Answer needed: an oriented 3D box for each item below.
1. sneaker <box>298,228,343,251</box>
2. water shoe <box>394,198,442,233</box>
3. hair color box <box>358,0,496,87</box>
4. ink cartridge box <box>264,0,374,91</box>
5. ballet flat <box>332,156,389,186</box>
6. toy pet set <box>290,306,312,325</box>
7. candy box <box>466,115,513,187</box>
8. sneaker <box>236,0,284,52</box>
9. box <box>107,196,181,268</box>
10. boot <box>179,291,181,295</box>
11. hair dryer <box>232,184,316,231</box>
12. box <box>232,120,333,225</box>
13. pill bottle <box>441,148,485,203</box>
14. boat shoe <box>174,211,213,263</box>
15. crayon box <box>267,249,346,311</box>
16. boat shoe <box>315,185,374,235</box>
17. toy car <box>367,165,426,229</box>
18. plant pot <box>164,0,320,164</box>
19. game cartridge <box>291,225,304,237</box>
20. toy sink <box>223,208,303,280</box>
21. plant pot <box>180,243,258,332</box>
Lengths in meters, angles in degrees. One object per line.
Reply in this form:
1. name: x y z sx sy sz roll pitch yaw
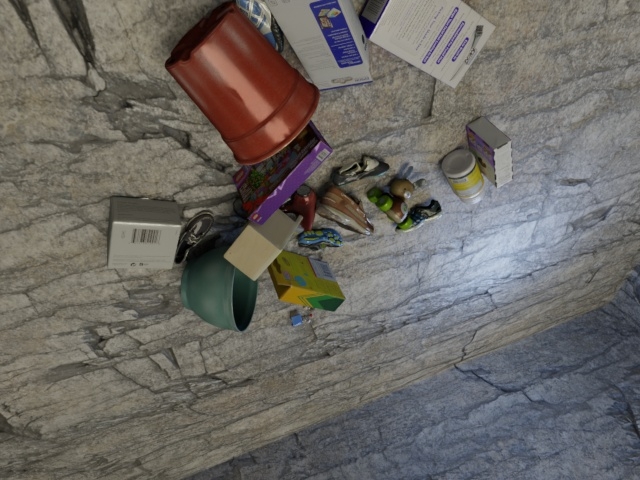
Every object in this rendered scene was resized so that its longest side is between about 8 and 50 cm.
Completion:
1. sneaker: 0.000 0.000 1.548 0.188 0.067 0.078 0 152 -30
2. water shoe: 0.379 -0.098 1.646 0.203 0.073 0.080 -25 111 -2
3. hair color box: 0.277 -0.560 1.094 0.338 0.110 0.185 12 124 -33
4. ink cartridge box: 0.006 -0.491 0.972 0.165 0.065 0.333 -1 158 23
5. ballet flat: 0.134 -0.235 1.371 0.203 0.074 0.074 -18 137 -7
6. toy pet set: -0.074 0.331 1.824 0.114 0.065 0.122 -12 135 -16
7. candy box: 0.595 -0.308 1.460 0.070 0.165 0.196 -29 139 5
8. sneaker: -0.146 -0.524 0.949 0.081 0.080 0.211 -15 138 15
9. box: -0.517 -0.018 1.212 0.181 0.119 0.182 3 131 -29
10. boot: -0.447 0.185 1.513 0.087 0.042 0.118 -35 137 18
11. hair dryer: -0.119 -0.114 1.378 0.223 0.080 0.293 -30 137 30
12. box: -0.117 -0.210 1.167 0.293 0.201 0.057 -44 135 17
13. pill bottle: 0.536 -0.230 1.542 0.119 0.119 0.208 -37 138 10
14. boat shoe: -0.405 -0.004 1.324 0.206 0.065 0.075 -43 135 17
15. crayon box: -0.075 0.141 1.537 0.318 0.202 0.081 20 120 -38
16. boat shoe: 0.110 -0.098 1.455 0.324 0.123 0.116 24 85 -57
17. toy car: 0.291 -0.164 1.479 0.155 0.149 0.188 37 98 -34
18. plant pot: -0.186 -0.364 0.956 0.272 0.272 0.265 -37 129 10
19. game cartridge: -0.102 -0.032 1.434 0.056 0.017 0.083 18 152 -31
20. toy sink: -0.174 -0.019 1.288 0.131 0.234 0.153 40 123 -8
21. plant pot: -0.338 0.150 1.382 0.196 0.293 0.293 2 136 7
